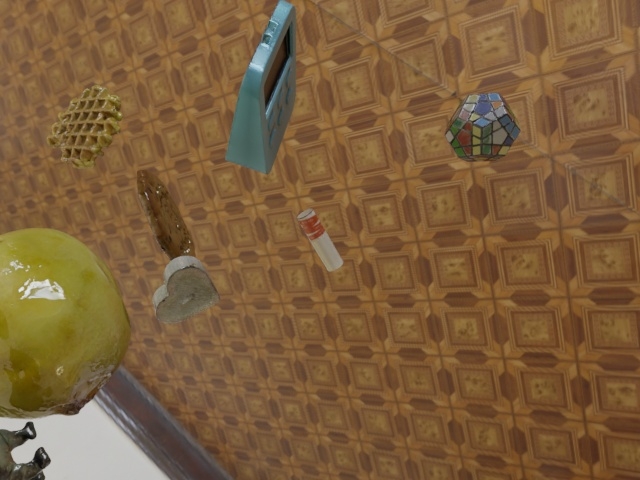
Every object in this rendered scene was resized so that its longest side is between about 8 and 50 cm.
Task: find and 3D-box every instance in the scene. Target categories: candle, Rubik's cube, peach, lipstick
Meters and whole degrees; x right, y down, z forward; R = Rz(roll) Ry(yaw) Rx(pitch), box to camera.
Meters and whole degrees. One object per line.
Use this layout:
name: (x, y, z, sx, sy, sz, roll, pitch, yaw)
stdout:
candle: (-0.349, 0.135, 1.239, 0.192, 0.168, 0.068, -59, 42, 19)
Rubik's cube: (0.243, -0.169, 0.700, 0.093, 0.111, 0.111, 26, 121, 0)
peach: (-0.502, 0.146, 0.838, 0.315, 0.281, 0.314, 29, 102, 19)
lipstick: (0.000, 0.000, 0.940, 0.038, 0.038, 0.131, -18, 112, 34)

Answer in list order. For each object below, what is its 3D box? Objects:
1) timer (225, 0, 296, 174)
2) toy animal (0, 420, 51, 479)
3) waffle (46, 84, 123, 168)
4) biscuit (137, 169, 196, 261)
timer: (-0.093, -0.277, 0.861, 0.091, 0.232, 0.250, 19, 152, -5)
toy animal: (-0.494, 0.328, 0.663, 0.106, 0.168, 0.343, 40, 145, 32)
waffle: (-0.620, -0.287, 1.218, 0.249, 0.056, 0.253, -27, 60, 17)
biscuit: (-0.477, -0.058, 1.462, 0.046, 0.359, 0.359, -22, 98, -3)
